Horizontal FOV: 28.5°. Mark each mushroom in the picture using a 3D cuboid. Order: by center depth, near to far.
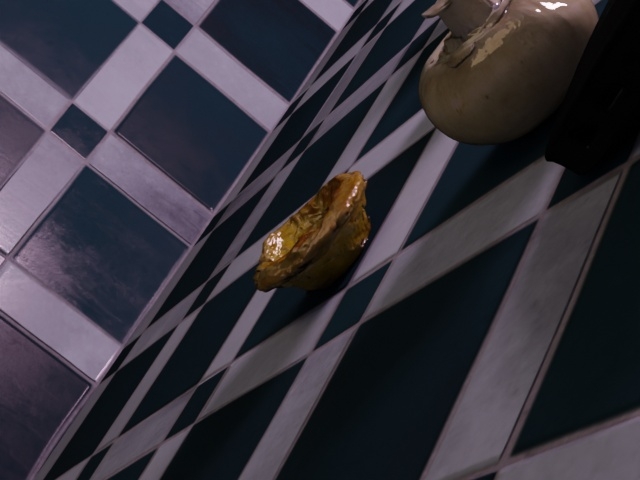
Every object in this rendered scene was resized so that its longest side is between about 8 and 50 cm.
[{"bbox_3d":[0.220,-0.237,1.552,0.246,0.202,0.246,-38,22,18],"label":"mushroom"}]

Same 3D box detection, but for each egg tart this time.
[{"bbox_3d":[0.000,0.000,1.888,0.241,0.106,0.241,-45,12,13],"label":"egg tart"}]

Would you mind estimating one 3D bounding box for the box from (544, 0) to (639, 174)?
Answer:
[{"bbox_3d":[0.331,-0.237,1.269,0.289,0.073,0.290,-60,-4,-44],"label":"box"}]
